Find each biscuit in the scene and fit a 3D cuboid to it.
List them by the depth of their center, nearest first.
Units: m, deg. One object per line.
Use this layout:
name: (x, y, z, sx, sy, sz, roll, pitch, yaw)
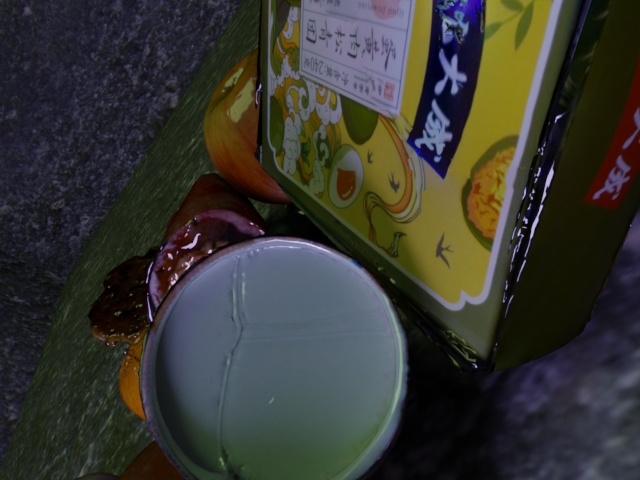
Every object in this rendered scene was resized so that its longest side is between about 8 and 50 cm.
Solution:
biscuit: (-0.415, 0.135, 1.274, 0.289, 0.081, 0.334, -35, 36, -13)

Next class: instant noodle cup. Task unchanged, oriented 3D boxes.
instant noodle cup: (-0.027, 0.118, 0.474, 0.231, 0.243, 0.243, 85, -158, -71)

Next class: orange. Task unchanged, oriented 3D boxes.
orange: (-0.281, 0.239, 0.961, 0.193, 0.161, 0.193, -35, 43, 41)

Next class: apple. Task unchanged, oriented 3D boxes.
apple: (-0.068, -0.207, 0.926, 0.286, 0.233, 0.286, -40, 34, 34)

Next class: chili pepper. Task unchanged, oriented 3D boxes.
chili pepper: (-0.204, 0.018, 0.956, 0.305, 0.229, 0.251, -125, 30, -59)

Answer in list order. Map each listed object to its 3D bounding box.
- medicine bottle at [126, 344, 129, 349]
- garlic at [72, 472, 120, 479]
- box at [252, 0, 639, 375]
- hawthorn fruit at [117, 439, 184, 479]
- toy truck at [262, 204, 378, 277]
medicine bottle: (-0.433, 0.237, 1.326, 0.171, 0.052, 0.201, -57, 29, 8)
garlic: (-0.416, 0.533, 0.938, 0.160, 0.191, 0.214, -83, 13, -81)
box: (0.083, -0.166, 0.458, 0.420, 0.138, 0.373, 44, 136, 47)
hawthorn fruit: (-0.179, 0.336, 0.703, 0.199, 0.199, 0.251, -48, 17, 24)
toy truck: (0.000, 0.000, 0.701, 0.147, 0.165, 0.224, -9, 57, 55)
